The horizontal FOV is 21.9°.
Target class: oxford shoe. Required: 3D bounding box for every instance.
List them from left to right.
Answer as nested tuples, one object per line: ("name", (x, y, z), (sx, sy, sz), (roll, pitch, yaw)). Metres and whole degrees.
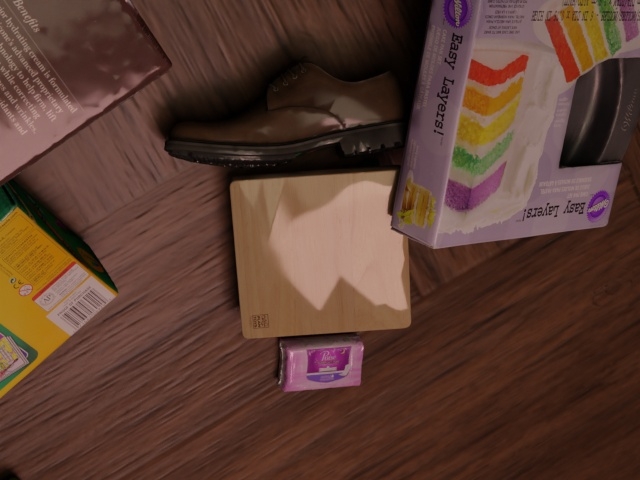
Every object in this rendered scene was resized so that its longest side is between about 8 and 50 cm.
("oxford shoe", (-0.034, -0.116, 1.507), (0.227, 0.083, 0.096), (-9, 91, -14))

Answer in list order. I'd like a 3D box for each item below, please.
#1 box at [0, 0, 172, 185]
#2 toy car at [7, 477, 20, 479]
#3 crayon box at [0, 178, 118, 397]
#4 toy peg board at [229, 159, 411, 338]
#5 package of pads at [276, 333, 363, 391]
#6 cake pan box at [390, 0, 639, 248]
("box", (-0.262, -0.168, 1.342), (0.203, 0.167, 0.168), (-35, 118, -4))
("toy car", (-0.306, 0.338, 1.519), (0.155, 0.188, 0.149), (-30, 118, -7))
("crayon box", (-0.334, 0.077, 1.434), (0.278, 0.081, 0.165), (-41, 141, 0))
("toy peg board", (0.000, 0.000, 1.567), (0.161, 0.079, 0.161), (-4, 112, -1))
("package of pads", (-0.001, 0.119, 1.627), (0.083, 0.032, 0.050), (-3, 113, -18))
("cake pan box", (0.194, -0.124, 1.534), (0.267, 0.070, 0.245), (-5, 115, -42))
